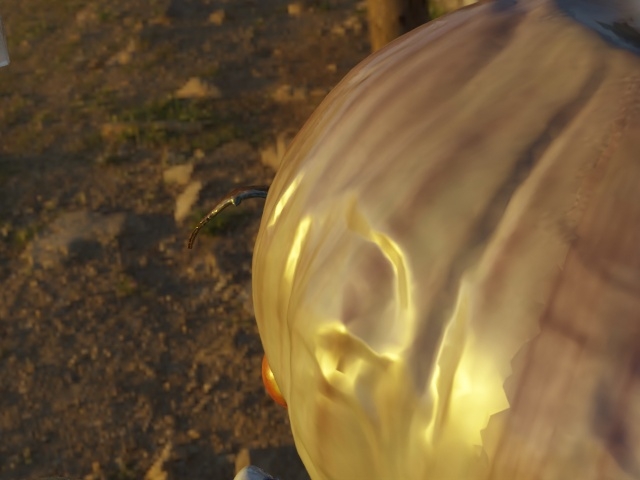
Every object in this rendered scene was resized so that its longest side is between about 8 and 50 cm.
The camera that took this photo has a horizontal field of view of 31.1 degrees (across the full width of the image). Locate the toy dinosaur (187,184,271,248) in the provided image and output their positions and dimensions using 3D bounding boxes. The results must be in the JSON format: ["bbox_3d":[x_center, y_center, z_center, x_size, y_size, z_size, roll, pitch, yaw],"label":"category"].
[{"bbox_3d":[0.006,-0.001,1.538,0.327,0.113,0.206,5,15,-23],"label":"toy dinosaur"}]

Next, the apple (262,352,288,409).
[{"bbox_3d":[-0.019,0.218,1.950,0.163,0.163,0.139,0,46,5],"label":"apple"}]

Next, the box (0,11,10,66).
[{"bbox_3d":[-0.270,-0.211,0.853,0.040,0.154,0.084,-15,34,-7],"label":"box"}]

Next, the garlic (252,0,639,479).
[{"bbox_3d":[0.126,0.024,0.443,0.317,0.259,0.317,2,22,-1],"label":"garlic"}]

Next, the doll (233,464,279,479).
[{"bbox_3d":[0.000,0.297,1.262,0.293,0.138,0.119,-10,70,10],"label":"doll"}]

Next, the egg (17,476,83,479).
[{"bbox_3d":[-0.249,0.311,1.023,0.203,0.245,0.203,-14,62,28],"label":"egg"}]
